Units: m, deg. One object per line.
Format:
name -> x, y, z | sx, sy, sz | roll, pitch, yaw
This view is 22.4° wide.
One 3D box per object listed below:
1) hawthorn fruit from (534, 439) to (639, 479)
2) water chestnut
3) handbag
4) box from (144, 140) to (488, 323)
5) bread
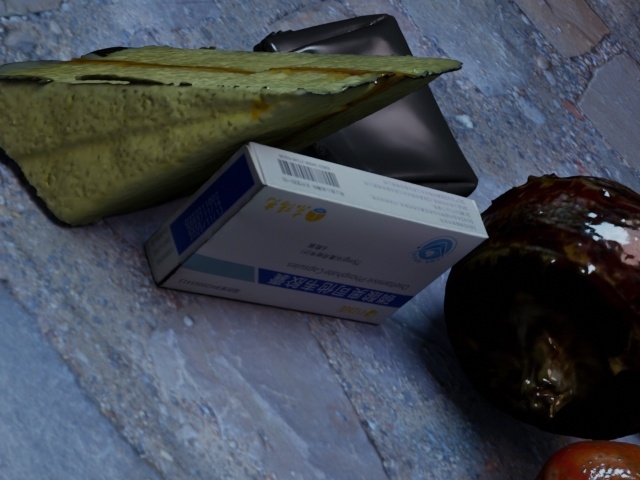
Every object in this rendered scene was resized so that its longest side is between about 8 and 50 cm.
hawthorn fruit -> 0.324, 0.317, 1.868 | 0.189, 0.189, 0.189 | 29, 37, -25
water chestnut -> 0.297, 0.096, 1.907 | 0.350, 0.350, 0.302 | 44, 50, -4
handbag -> 0.052, -0.156, 2.111 | 0.257, 0.113, 0.285 | -10, 69, -46
box -> 0.000, 0.000, 1.805 | 0.343, 0.200, 0.065 | 12, 49, -42
bread -> -0.109, -0.185, 1.774 | 0.242, 0.405, 0.345 | 61, 22, 3
